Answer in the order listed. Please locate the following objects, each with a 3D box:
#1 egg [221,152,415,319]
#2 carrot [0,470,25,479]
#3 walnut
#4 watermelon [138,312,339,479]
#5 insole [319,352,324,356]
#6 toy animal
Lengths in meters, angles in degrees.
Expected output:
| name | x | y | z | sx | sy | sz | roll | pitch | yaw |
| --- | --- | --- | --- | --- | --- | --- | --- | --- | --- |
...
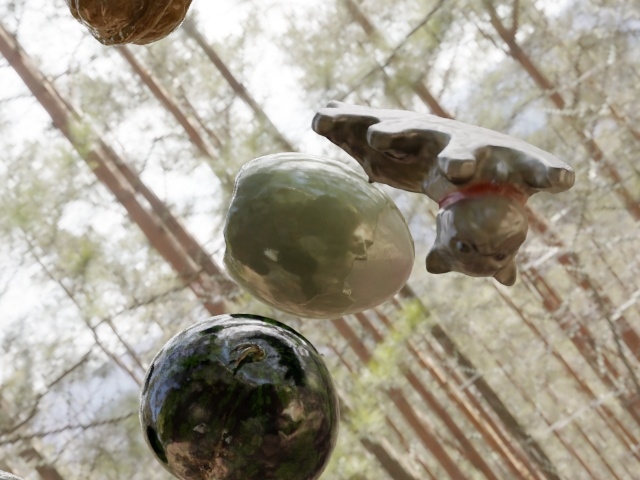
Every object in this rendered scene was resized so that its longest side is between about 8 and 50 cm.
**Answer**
| name | x | y | z | sx | sy | sz | roll | pitch | yaw |
| --- | --- | --- | --- | --- | --- | --- | --- | --- | --- |
| egg | 0.000 | 0.000 | 1.740 | 0.278 | 0.336 | 0.278 | -163 | 90 | -88 |
| carrot | -0.530 | 0.498 | 1.506 | 0.341 | 0.224 | 0.224 | -53 | -5 | 23 |
| walnut | -0.300 | -0.433 | 1.645 | 0.257 | 0.257 | 0.224 | -36 | -28 | 29 |
| watermelon | -0.101 | 0.222 | 1.352 | 0.269 | 0.269 | 0.269 | -37 | 2 | 1 |
| insole | -0.036 | 0.184 | 1.565 | 0.065 | 0.006 | 0.193 | -19 | -10 | 14 |
| toy animal | 0.136 | -0.068 | 1.334 | 0.308 | 0.188 | 0.266 | 3 | 28 | -6 |
